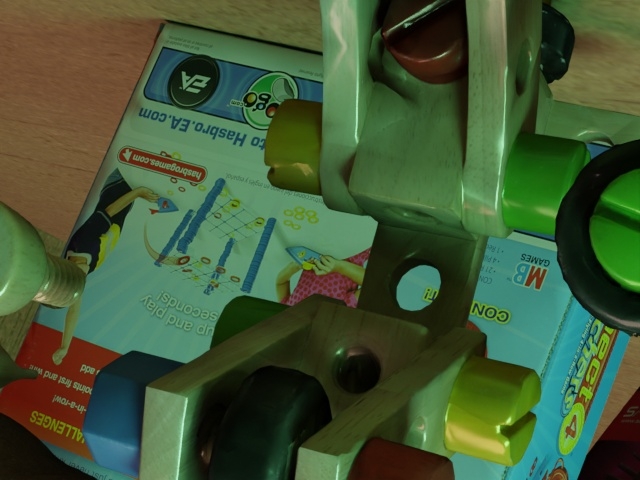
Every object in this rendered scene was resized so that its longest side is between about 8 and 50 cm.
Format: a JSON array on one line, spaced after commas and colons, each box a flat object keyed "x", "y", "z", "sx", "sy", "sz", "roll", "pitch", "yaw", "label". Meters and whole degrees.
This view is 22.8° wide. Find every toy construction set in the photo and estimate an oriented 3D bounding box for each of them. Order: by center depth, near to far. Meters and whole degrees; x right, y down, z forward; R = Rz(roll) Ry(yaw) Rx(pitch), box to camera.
[{"x": 0.000, "y": 0.000, "z": 0.587, "sx": 0.308, "sy": 0.257, "sz": 0.237, "roll": -14, "pitch": 168, "yaw": 13, "label": "toy construction set"}]

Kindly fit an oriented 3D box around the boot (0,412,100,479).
[{"x": -0.095, "y": 0.152, "z": 0.654, "sx": 0.207, "sy": 0.090, "sz": 0.248, "roll": 13, "pitch": 151, "yaw": 38, "label": "boot"}]

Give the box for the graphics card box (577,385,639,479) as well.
[{"x": 0.204, "y": 0.181, "z": 0.815, "sx": 0.094, "sy": 0.371, "sz": 0.233, "roll": 50, "pitch": 157, "yaw": -19, "label": "graphics card box"}]

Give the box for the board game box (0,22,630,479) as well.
[{"x": -0.006, "y": 0.059, "z": 0.839, "sx": 0.308, "sy": 0.302, "sz": 0.086, "roll": 17, "pitch": 169, "yaw": 33, "label": "board game box"}]
